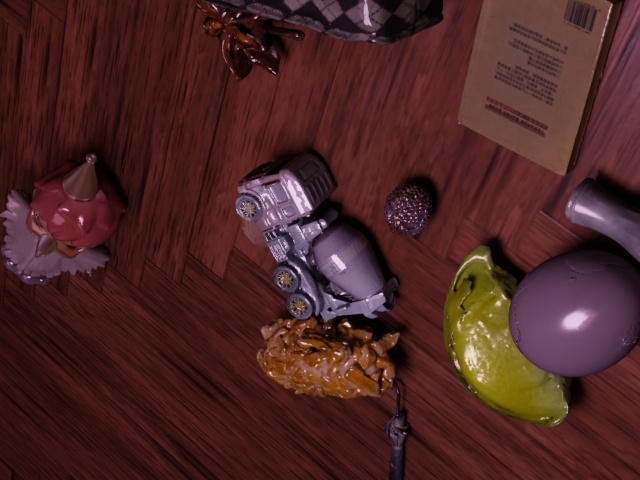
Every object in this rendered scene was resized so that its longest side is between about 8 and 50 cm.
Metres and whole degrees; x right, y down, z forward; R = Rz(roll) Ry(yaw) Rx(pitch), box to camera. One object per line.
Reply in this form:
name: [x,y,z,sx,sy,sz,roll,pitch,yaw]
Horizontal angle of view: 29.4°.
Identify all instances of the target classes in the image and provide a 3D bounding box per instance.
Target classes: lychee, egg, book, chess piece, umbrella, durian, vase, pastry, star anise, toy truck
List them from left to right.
star anise: [-0.095,-0.278,1.629,0.234,0.073,0.177,49,158,28]
chess piece: [-0.083,-0.028,1.823,0.083,0.038,0.084,25,133,30]
toy truck: [0.000,0.000,1.718,0.140,0.108,0.257,-19,104,35]
pastry: [0.009,0.167,1.795,0.154,0.102,0.250,50,149,-21]
umbrella: [0.117,0.328,1.865,0.044,0.044,0.269,-131,31,-52]
lychee: [0.113,-0.041,1.605,0.083,0.068,0.067,-50,58,32]
durian: [0.235,0.134,1.585,0.139,0.101,0.250,-33,91,15]
book: [0.247,-0.202,1.405,0.161,0.026,0.231,32,133,26]
egg: [0.306,0.084,1.441,0.146,0.146,0.198,52,145,4]
vase: [0.379,0.000,1.375,0.214,0.086,0.086,32,134,31]

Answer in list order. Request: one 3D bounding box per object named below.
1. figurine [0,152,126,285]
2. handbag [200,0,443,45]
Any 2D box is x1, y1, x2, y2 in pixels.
figurine: [-0.430,-0.032,2.056,0.207,0.166,0.387,42,143,-10]
handbag: [-0.004,-0.458,1.376,0.316,0.180,0.416,22,122,36]
